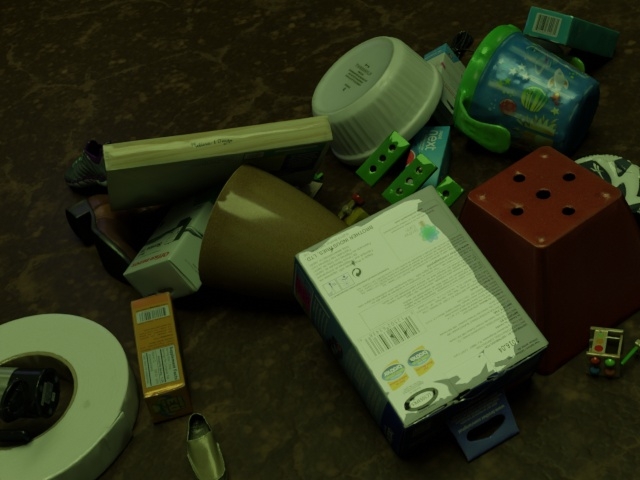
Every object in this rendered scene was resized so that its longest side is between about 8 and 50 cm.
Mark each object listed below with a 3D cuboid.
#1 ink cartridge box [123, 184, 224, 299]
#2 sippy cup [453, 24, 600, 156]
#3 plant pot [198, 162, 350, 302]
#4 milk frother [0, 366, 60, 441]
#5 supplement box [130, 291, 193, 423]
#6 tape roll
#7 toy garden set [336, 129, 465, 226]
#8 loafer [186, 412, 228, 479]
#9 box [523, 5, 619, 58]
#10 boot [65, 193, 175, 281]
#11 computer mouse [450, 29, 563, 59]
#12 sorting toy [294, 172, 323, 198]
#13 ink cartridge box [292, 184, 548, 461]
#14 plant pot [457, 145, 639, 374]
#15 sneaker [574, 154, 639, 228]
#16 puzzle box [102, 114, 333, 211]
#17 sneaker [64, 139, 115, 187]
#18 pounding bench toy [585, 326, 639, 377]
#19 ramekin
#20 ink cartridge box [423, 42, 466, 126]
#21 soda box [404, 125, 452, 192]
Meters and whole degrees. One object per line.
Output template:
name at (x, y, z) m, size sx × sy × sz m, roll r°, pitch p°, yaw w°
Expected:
ink cartridge box at (-0.252, 0.009, 1.980) m, size 0.153 × 0.087 × 0.208 m, roll -18°, pitch 32°, yaw 43°
sippy cup at (0.412, -0.273, 2.065) m, size 0.224 × 0.240 × 0.305 m, roll 28°, pitch 81°, yaw 24°
plant pot at (-0.052, 0.014, 1.885) m, size 0.254 × 0.237 × 0.237 m, roll 20°, pitch 51°, yaw 14°
milk frother at (-0.511, 0.245, 1.693) m, size 0.134 × 0.143 × 0.129 m, roll 0°, pitch 52°, yaw 12°
supplement box at (-0.276, 0.200, 1.834) m, size 0.080 × 0.078 × 0.233 m, roll -13°, pitch 43°, yaw -3°
tape roll at (-0.501, 0.289, 1.802) m, size 0.392 × 0.072 × 0.392 m, roll -7°, pitch 43°, yaw 6°
toy garden set at (0.160, -0.048, 1.953) m, size 0.244 × 0.049 × 0.204 m, roll 43°, pitch 93°, yaw 17°
loafer at (-0.188, 0.335, 1.686) m, size 0.056 × 0.050 × 0.148 m, roll -22°, pitch 43°, yaw -9°
box at (0.526, -0.432, 2.206) m, size 0.100 × 0.060 × 0.244 m, roll 24°, pitch 16°, yaw 34°
boot at (-0.332, -0.046, 2.127) m, size 0.280 × 0.096 × 0.264 m, roll -27°, pitch 36°, yaw -24°
computer mouse at (0.387, -0.407, 2.316) m, size 0.262 × 0.060 × 0.184 m, roll 13°, pitch 48°, yaw 27°
sorting toy at (-0.028, -0.113, 2.147) m, size 0.062 × 0.012 × 0.083 m, roll 11°, pitch 49°, yaw 25°
ink cartridge box at (0.165, 0.147, 1.666) m, size 0.270 × 0.151 × 0.395 m, roll -27°, pitch 64°, yaw -14°
plant pot at (0.374, 0.007, 1.752) m, size 0.267 × 0.236 × 0.267 m, roll -31°, pitch 46°, yaw -19°
sneaker at (0.526, -0.064, 1.891) m, size 0.235 × 0.094 × 0.153 m, roll 30°, pitch 49°, yaw 25°
puzzle box at (-0.196, -0.139, 1.977) m, size 0.408 × 0.272 × 0.052 m, roll -9°, pitch 77°, yaw -12°
sneaker at (-0.474, -0.168, 2.218) m, size 0.223 × 0.098 × 0.083 m, roll 2°, pitch 27°, yaw 47°
pounding bench toy at (0.466, 0.182, 1.678) m, size 0.083 × 0.052 × 0.065 m, roll 5°, pitch 46°, yaw 19°
ramekin at (0.102, -0.292, 2.141) m, size 0.273 × 0.127 × 0.273 m, roll -32°, pitch 33°, yaw 24°
ink cartridge box at (0.257, -0.311, 2.206) m, size 0.061 × 0.104 × 0.181 m, roll -24°, pitch 34°, yaw 33°
soda box at (0.207, -0.133, 2.068) m, size 0.071 × 0.067 × 0.210 m, roll 3°, pitch 44°, yaw 17°
